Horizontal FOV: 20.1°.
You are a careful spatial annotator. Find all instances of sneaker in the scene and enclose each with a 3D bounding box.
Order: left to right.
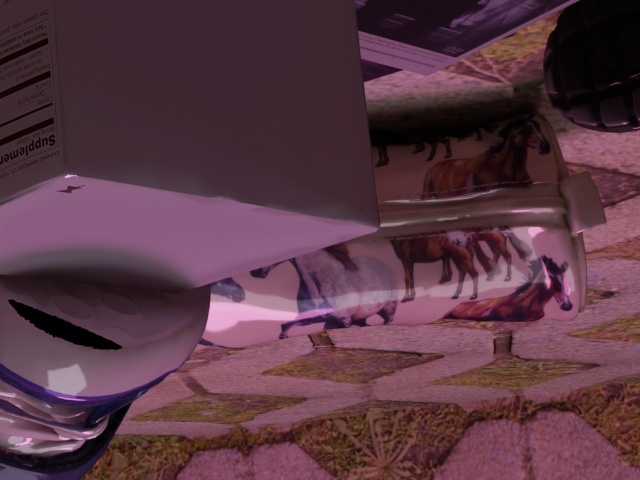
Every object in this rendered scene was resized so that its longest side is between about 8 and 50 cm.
[{"bbox_3d":[-0.164,0.098,1.019,0.130,0.236,0.323,24,-167,-8],"label":"sneaker"},{"bbox_3d":[0.253,-0.126,1.085,0.106,0.101,0.267,4,164,-43],"label":"sneaker"}]

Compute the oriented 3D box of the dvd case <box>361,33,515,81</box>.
[{"bbox_3d":[-0.012,-0.126,1.137,0.221,0.018,0.164,-14,163,31],"label":"dvd case"}]

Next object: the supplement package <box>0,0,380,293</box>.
[{"bbox_3d":[-0.097,-0.094,0.842,0.149,0.203,0.194,-18,161,40],"label":"supplement package"}]

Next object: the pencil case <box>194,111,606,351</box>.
[{"bbox_3d":[0.000,0.000,1.361,0.410,0.159,0.183,-6,-179,0],"label":"pencil case"}]

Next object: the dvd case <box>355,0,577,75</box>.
[{"bbox_3d":[0.090,-0.160,0.980,0.239,0.029,0.179,-24,159,38],"label":"dvd case"}]
